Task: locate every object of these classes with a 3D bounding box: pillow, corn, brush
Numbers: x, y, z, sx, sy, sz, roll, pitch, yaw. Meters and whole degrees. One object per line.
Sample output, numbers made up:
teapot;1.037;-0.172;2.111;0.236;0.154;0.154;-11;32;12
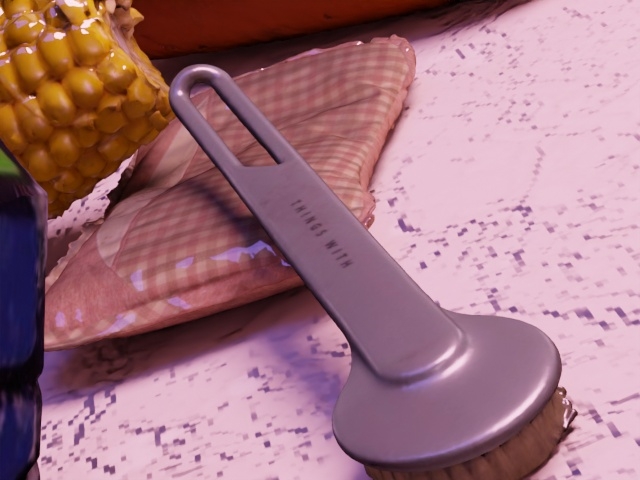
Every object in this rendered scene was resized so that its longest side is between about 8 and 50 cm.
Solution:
pillow;-0.032;-0.023;0.670;0.135;0.034;0.211;-20;22;17
corn;-0.203;-0.013;0.708;0.318;0.115;0.115;-28;22;7
brush;0.000;0.000;0.547;0.062;0.027;0.266;-26;32;-8

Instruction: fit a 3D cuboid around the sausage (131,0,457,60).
sausage;-0.018;-0.141;0.831;0.330;0.102;0.102;-7;29;34

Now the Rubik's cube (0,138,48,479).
Rubik's cube;-0.218;0.041;0.413;0.264;0.319;0.319;15;38;20
